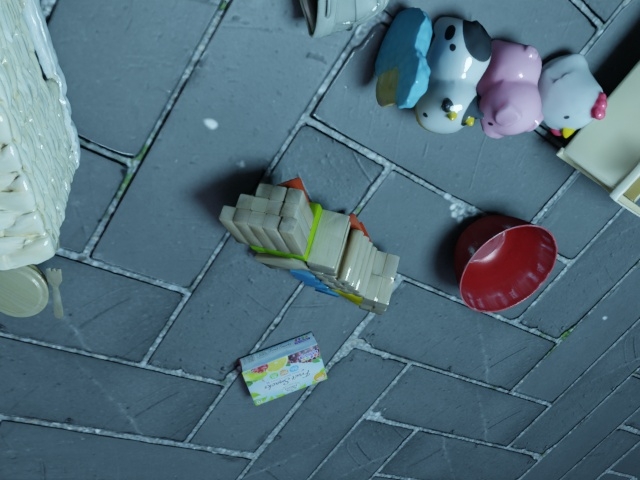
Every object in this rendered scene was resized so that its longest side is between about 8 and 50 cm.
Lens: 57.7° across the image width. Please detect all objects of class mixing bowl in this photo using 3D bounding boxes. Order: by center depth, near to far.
[{"bbox_3d":[0.300,0.025,1.000,0.181,0.098,0.181,-10,127,-13],"label":"mixing bowl"}]

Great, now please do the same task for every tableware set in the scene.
[{"bbox_3d":[-0.402,0.013,0.763,0.128,0.039,0.194,6,117,-6],"label":"tableware set"}]

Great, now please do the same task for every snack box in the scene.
[{"bbox_3d":[-0.066,0.233,1.050,0.141,0.037,0.100,-19,130,-7],"label":"snack box"}]

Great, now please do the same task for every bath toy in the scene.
[{"bbox_3d":[0.250,-0.206,0.798,0.348,0.129,0.151,4,122,-24],"label":"bath toy"}]

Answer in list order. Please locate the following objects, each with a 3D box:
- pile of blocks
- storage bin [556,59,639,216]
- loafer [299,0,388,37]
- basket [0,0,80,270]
[{"bbox_3d":[0.000,0.000,0.884,0.362,0.149,0.113,38,62,-46],"label":"pile of blocks"},{"bbox_3d":[0.542,-0.174,0.902,0.260,0.123,0.262,12,120,-47],"label":"storage bin"},{"bbox_3d":[-0.018,-0.361,0.595,0.111,0.112,0.319,-33,130,-7],"label":"loafer"},{"bbox_3d":[-0.416,-0.136,0.510,0.331,0.266,0.328,-12,127,-15],"label":"basket"}]
